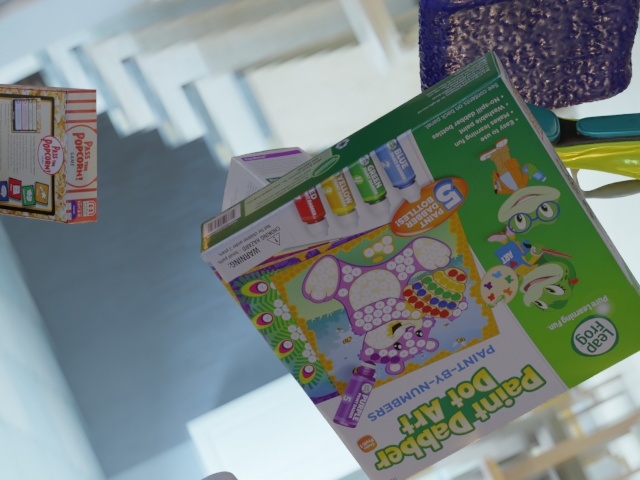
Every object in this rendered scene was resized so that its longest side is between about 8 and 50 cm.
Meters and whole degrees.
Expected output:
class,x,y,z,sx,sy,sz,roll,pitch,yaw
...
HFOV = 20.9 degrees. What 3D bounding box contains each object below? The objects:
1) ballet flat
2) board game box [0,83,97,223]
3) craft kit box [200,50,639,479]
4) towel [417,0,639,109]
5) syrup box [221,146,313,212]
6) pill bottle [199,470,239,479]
class,x,y,z,sx,sy,sz,roll,pitch,yaw
ballet flat,0.210,-0.075,1.497,0.077,0.230,0.077,-74,-13,-62
board game box,-0.328,-0.100,1.936,0.193,0.045,0.147,8,100,42
craft kit box,0.082,0.030,1.255,0.247,0.249,0.061,53,-167,-26
towel,0.200,-0.258,1.673,0.076,0.227,0.308,-107,9,-46
syrup box,0.000,0.000,1.782,0.237,0.096,0.093,41,129,41
pill bottle,-0.078,0.381,2.027,0.221,0.124,0.124,48,172,30
